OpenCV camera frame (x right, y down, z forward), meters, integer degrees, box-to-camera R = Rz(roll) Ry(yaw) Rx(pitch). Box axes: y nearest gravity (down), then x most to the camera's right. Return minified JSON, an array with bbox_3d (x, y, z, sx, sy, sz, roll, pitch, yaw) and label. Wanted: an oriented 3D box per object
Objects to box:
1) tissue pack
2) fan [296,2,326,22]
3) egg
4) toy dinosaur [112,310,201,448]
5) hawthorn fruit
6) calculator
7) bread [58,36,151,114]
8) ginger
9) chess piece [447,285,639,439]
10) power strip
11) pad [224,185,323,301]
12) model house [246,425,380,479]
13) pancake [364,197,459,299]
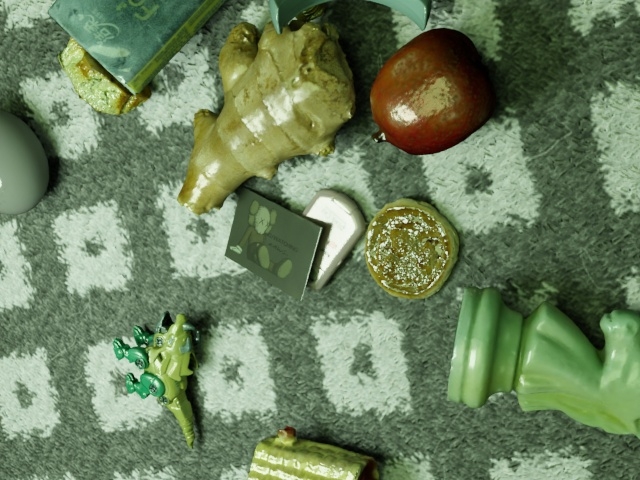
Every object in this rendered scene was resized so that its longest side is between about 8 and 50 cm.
[{"bbox_3d":[-0.271,-0.382,1.431,0.185,0.081,0.257,42,87,12],"label":"tissue pack"},{"bbox_3d":[-0.029,-0.405,1.364,0.039,0.082,0.155,-15,81,23],"label":"fan"},{"bbox_3d":[-0.567,-0.141,1.635,0.146,0.146,0.198,-22,82,28],"label":"egg"},{"bbox_3d":[-0.270,0.242,1.591,0.153,0.094,0.259,5,110,30],"label":"toy dinosaur"},{"bbox_3d":[0.144,-0.194,1.256,0.188,0.169,0.169,-30,85,16],"label":"hawthorn fruit"},{"bbox_3d":[0.000,0.000,1.440,0.100,0.032,0.175,42,115,15],"label":"calculator"},{"bbox_3d":[-0.360,-0.277,1.518,0.069,0.128,0.140,-37,77,31],"label":"bread"},{"bbox_3d":[-0.115,-0.197,1.391,0.376,0.166,0.236,-27,102,21],"label":"ginger"},{"bbox_3d":[0.330,0.166,1.253,0.298,0.176,0.175,10,104,11],"label":"chess piece"},{"bbox_3d":[0.053,-0.362,1.279,0.254,0.054,0.167,-4,62,-2],"label":"power strip"},{"bbox_3d":[-0.080,0.003,1.468,0.190,0.004,0.127,28,110,36],"label":"pad"},{"bbox_3d":[-0.012,0.430,1.450,0.196,0.160,0.253,6,100,26],"label":"model house"},{"bbox_3d":[0.134,0.014,1.377,0.158,0.028,0.158,6,104,25],"label":"pancake"}]
